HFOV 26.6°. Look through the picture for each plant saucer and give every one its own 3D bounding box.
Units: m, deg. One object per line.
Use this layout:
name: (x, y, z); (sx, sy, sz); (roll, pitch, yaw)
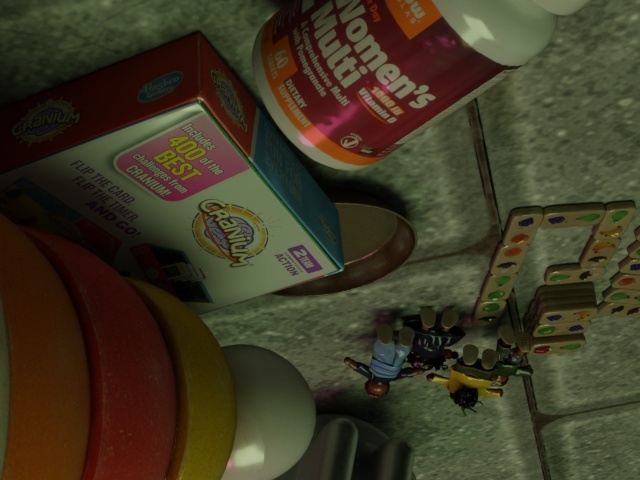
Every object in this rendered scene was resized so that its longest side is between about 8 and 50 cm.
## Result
plant saucer: (0.000, 0.000, 1.186); (0.168, 0.029, 0.168); (-7, 151, -4)

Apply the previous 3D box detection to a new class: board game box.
board game box: (-0.174, -0.013, 1.048); (0.316, 0.064, 0.242); (-18, 143, 17)

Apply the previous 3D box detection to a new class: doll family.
doll family: (0.123, 0.129, 1.395); (0.193, 0.076, 0.111); (18, 147, 2)

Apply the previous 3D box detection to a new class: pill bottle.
pill bottle: (0.069, -0.143, 0.845); (0.121, 0.121, 0.221); (18, 142, -39)

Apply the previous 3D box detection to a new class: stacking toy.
stacking toy: (-0.186, 0.128, 1.000); (0.350, 0.350, 0.480); (-29, 156, 33)

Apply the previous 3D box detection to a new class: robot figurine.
robot figurine: (-0.011, 0.337, 1.617); (0.300, 0.200, 0.353); (25, 143, -11)

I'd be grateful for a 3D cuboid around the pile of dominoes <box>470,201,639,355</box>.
pile of dominoes: (0.260, 0.041, 1.317); (0.196, 0.040, 0.251); (-4, 152, -6)
